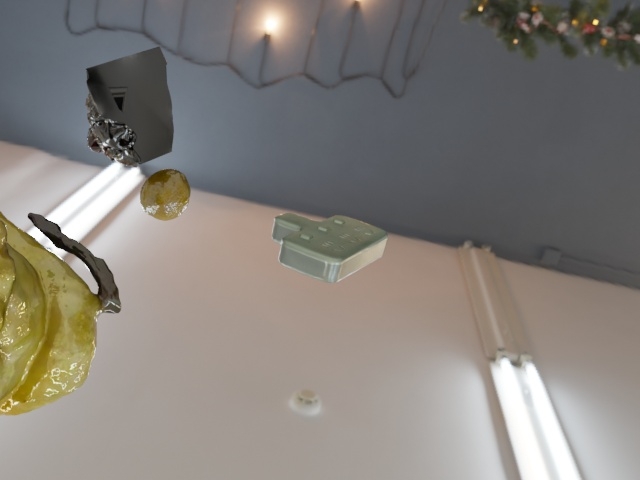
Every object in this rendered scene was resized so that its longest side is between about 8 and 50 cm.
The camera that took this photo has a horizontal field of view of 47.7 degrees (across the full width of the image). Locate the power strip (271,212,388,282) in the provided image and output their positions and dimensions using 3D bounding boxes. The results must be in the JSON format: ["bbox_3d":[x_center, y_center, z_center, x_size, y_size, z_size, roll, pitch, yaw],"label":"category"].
[{"bbox_3d":[0.000,-0.001,1.393,0.194,0.059,0.265,20,-160,21],"label":"power strip"}]

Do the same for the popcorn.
[{"bbox_3d":[-0.440,0.076,0.885,0.382,0.349,0.349,-8,-150,-30],"label":"popcorn"}]

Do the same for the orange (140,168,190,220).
[{"bbox_3d":[-0.273,-0.082,1.283,0.085,0.095,0.085,33,-176,-3],"label":"orange"}]

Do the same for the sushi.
[{"bbox_3d":[-0.338,-0.213,1.264,0.153,0.172,0.150,-30,-169,-37],"label":"sushi"}]
